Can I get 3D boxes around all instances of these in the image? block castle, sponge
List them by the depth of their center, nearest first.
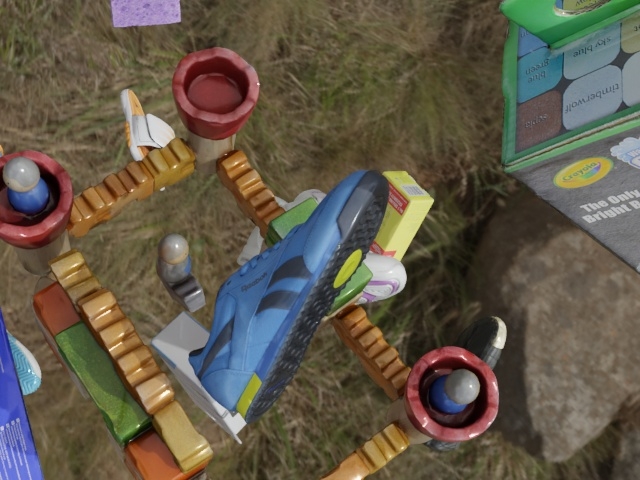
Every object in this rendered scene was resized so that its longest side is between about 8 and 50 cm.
[{"bbox_3d":[-0.085,0.063,0.793,0.303,0.213,0.453,-33,78,-20],"label":"block castle"},{"bbox_3d":[-0.297,-0.459,1.404,0.117,0.031,0.210,-9,130,-15],"label":"sponge"}]

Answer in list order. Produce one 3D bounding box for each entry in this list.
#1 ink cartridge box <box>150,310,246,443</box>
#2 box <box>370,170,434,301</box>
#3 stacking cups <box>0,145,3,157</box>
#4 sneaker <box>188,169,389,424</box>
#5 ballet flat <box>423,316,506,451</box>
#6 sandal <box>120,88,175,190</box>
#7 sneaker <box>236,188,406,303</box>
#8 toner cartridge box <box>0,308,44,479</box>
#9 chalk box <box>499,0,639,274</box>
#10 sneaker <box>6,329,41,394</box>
[{"bbox_3d":[-0.138,0.180,1.096,0.060,0.104,0.180,-45,147,-18],"label":"ink cartridge box"},{"bbox_3d":[0.103,-0.003,1.457,0.058,0.087,0.232,-5,134,-41],"label":"box"},{"bbox_3d":[-0.669,-0.161,1.704,0.096,0.316,0.096,-15,134,-16],"label":"stacking cups"},{"bbox_3d":[-0.031,0.029,0.586,0.069,0.082,0.209,-15,140,-60],"label":"sneaker"},{"bbox_3d":[0.153,0.151,0.897,0.049,0.057,0.173,12,118,-22],"label":"ballet flat"},{"bbox_3d":[-0.331,-0.216,1.656,0.076,0.265,0.102,-26,144,5],"label":"sandal"},{"bbox_3d":[0.000,0.000,1.179,0.114,0.305,0.152,27,79,-43],"label":"sneaker"},{"bbox_3d":[-0.402,0.197,0.897,0.165,0.075,0.347,-28,131,-37],"label":"toner cartridge box"},{"bbox_3d":[0.178,-0.083,0.429,0.213,0.132,0.132,31,145,-34],"label":"chalk box"},{"bbox_3d":[-0.546,0.182,1.429,0.087,0.229,0.092,-60,158,2],"label":"sneaker"}]
